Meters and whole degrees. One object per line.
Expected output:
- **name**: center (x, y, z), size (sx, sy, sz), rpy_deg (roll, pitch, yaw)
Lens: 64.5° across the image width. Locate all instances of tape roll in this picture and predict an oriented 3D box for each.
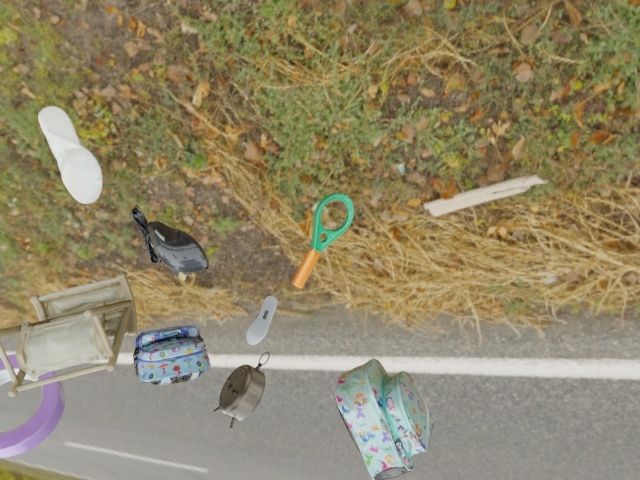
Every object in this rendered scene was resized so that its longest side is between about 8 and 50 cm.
- **tape roll**: center (-0.898, 0.474, 1.468), size (0.275, 0.274, 0.090), rpy_deg (19, 143, 1)

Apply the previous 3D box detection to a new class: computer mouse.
- **computer mouse**: center (-0.330, 0.039, 1.110), size (0.262, 0.060, 0.184), rpy_deg (26, 144, 35)

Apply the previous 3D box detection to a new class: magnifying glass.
- **magnifying glass**: center (0.000, 0.000, 1.136), size (0.092, 0.231, 0.026), rpy_deg (26, -179, -33)

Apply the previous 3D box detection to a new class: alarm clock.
- **alarm clock**: center (-0.186, 0.355, 1.253), size (0.064, 0.192, 0.129), rpy_deg (40, 171, -23)

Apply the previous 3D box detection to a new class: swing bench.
- **swing bench**: center (-0.612, 0.219, 1.247), size (0.253, 0.254, 0.165), rpy_deg (-14, 106, 1)

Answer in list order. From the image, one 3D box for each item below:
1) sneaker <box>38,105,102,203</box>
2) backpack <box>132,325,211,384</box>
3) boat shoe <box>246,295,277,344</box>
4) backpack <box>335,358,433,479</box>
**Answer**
- **sneaker**: center (-0.541, -0.182, 1.102), size (0.094, 0.080, 0.212), rpy_deg (1, 113, 58)
- **backpack**: center (-0.318, 0.248, 1.093), size (0.158, 0.116, 0.173), rpy_deg (-6, 175, -23)
- **boat shoe**: center (-0.153, 0.215, 1.356), size (0.049, 0.142, 0.040), rpy_deg (25, 160, 5)
- **backpack**: center (0.152, 0.420, 1.241), size (0.191, 0.225, 0.253), rpy_deg (-35, 85, 18)
